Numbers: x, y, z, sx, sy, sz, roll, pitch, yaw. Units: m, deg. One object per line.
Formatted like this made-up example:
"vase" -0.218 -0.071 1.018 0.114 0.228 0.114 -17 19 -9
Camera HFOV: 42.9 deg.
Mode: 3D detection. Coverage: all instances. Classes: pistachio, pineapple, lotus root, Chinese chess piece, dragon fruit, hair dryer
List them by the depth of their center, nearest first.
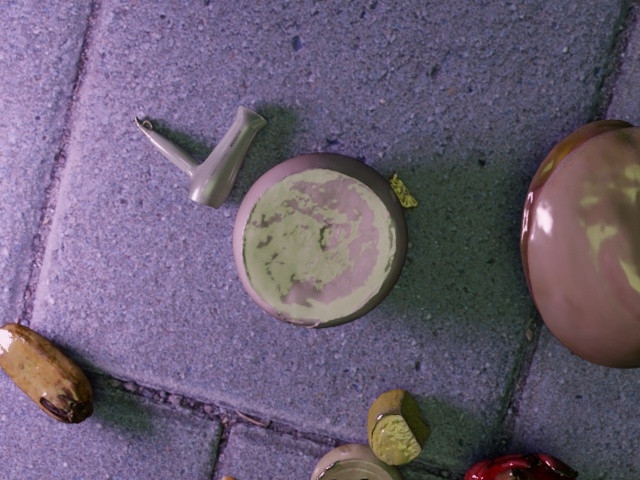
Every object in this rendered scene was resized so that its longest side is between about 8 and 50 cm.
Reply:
"pistachio" 0.537 0.010 1.429 0.365 0.281 0.445 -7 101 -1
"dragon fruit" 0.362 0.484 1.501 0.234 0.233 0.293 -35 133 6
"hair dryer" -0.248 -0.195 1.555 0.237 0.075 0.206 28 90 7
"pineapple" 0.150 -0.087 1.565 0.045 0.019 0.083 -39 93 0
"lotus root" -0.541 0.256 1.595 0.258 0.097 0.110 44 89 4
"Chinese chess piece" 0.071 0.493 1.598 0.189 0.083 0.188 1 101 5

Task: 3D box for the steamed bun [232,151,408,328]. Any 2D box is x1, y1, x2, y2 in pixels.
"steamed bun" 0.000 0.000 1.485 0.324 0.206 0.324 0 94 3

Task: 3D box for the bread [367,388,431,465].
"bread" 0.145 0.365 1.572 0.111 0.114 0.129 -35 91 12

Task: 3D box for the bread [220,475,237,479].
"bread" -0.179 0.535 1.639 0.049 0.103 0.062 -14 140 14
